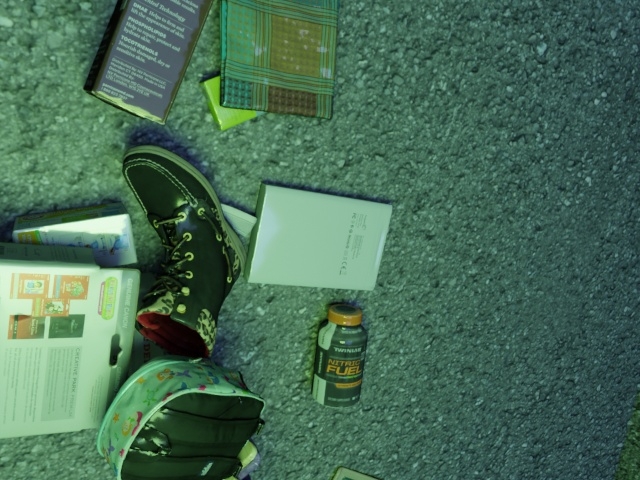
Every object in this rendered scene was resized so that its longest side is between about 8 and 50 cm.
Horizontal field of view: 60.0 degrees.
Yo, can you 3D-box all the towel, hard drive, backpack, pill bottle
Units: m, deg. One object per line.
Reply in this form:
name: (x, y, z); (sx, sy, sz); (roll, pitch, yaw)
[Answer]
towel: (-0.080, -0.454, 1.164); (0.271, 0.040, 0.370); (0, 94, -27)
hard drive: (0.000, 0.000, 1.365); (0.353, 0.047, 0.233); (6, 101, -29)
backpack: (-0.252, 0.316, 0.970); (0.253, 0.191, 0.225); (22, 100, -54)
pill bottle: (0.051, 0.292, 1.425); (0.130, 0.130, 0.246); (-1, 104, -27)

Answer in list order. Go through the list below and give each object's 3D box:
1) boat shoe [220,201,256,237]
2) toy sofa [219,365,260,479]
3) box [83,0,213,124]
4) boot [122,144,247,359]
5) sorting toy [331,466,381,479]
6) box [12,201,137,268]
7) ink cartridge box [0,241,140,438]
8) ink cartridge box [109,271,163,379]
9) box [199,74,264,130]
boat shoe: (-0.230, -0.055, 1.226); (0.184, 0.066, 0.063); (21, 93, -40)
toy sofa: (-0.200, 0.453, 1.209); (0.177, 0.362, 0.150); (-44, 119, -4)
box: (-0.294, -0.417, 1.011); (0.143, 0.191, 0.382); (22, 93, -30)
boot: (-0.280, 0.032, 1.070); (0.138, 0.284, 0.377); (-8, 135, 18)
sorting toy: (0.086, 0.779, 1.634); (0.208, 0.038, 0.193); (30, 89, -31)
box: (-0.476, -0.001, 1.079); (0.203, 0.114, 0.103); (-11, 110, -24)
ink cartridge box: (-0.479, 0.171, 0.968); (0.271, 0.130, 0.310); (6, 101, -30)
ink cartridge box: (-0.482, 0.196, 1.123); (0.307, 0.129, 0.223); (-3, 104, -26)
box: (-0.157, -0.320, 1.194); (0.178, 0.042, 0.109); (-27, 114, -19)
